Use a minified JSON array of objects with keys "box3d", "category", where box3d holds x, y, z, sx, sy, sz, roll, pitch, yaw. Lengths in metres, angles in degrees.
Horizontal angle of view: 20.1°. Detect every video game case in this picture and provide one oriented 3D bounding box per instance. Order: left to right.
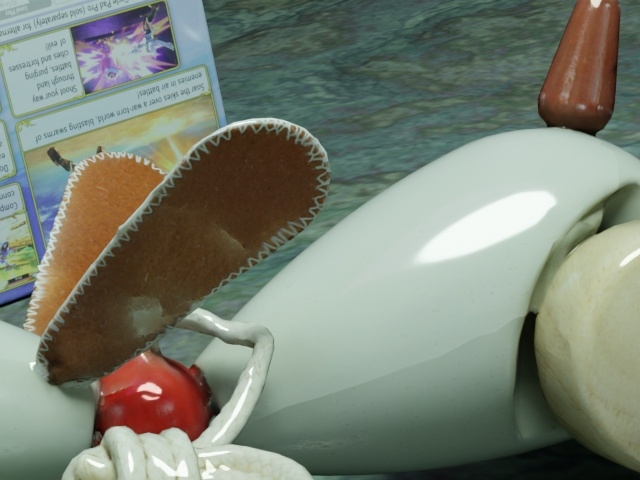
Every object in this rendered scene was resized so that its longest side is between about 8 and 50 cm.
[{"box3d":[-0.188,-0.090,0.948,0.269,0.244,0.061,-20,20,-27],"category":"video game case"}]

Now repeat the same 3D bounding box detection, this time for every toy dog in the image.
[{"box3d":[0.000,0.000,0.597,0.333,0.161,0.220,-4,2,-37],"category":"toy dog"}]
